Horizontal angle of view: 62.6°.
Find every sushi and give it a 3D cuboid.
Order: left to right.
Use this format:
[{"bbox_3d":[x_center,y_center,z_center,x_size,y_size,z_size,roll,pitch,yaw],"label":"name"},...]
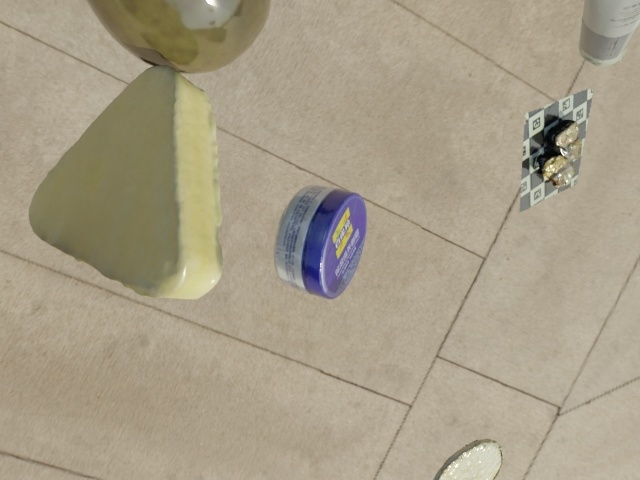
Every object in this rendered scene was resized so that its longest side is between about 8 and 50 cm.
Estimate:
[{"bbox_3d":[0.462,-0.165,1.003,0.193,0.040,0.210,-24,126,-23],"label":"sushi"}]

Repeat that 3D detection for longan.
[{"bbox_3d":[-0.248,-0.472,0.901,0.361,0.361,0.361,-2,100,-13],"label":"longan"}]

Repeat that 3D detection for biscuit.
[{"bbox_3d":[0.236,0.381,0.846,0.152,0.020,0.152,-12,118,-24],"label":"biscuit"}]

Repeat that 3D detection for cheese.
[{"bbox_3d":[-0.291,-0.113,0.872,0.384,0.104,0.384,-5,77,25],"label":"cheese"}]

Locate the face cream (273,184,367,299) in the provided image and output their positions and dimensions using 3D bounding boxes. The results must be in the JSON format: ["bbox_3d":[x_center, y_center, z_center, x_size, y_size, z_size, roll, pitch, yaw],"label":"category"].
[{"bbox_3d":[0.000,0.000,0.989,0.111,0.206,0.206,14,98,22],"label":"face cream"}]

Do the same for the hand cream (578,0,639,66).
[{"bbox_3d":[0.282,-0.228,0.491,0.079,0.255,0.048,-15,81,20],"label":"hand cream"}]
